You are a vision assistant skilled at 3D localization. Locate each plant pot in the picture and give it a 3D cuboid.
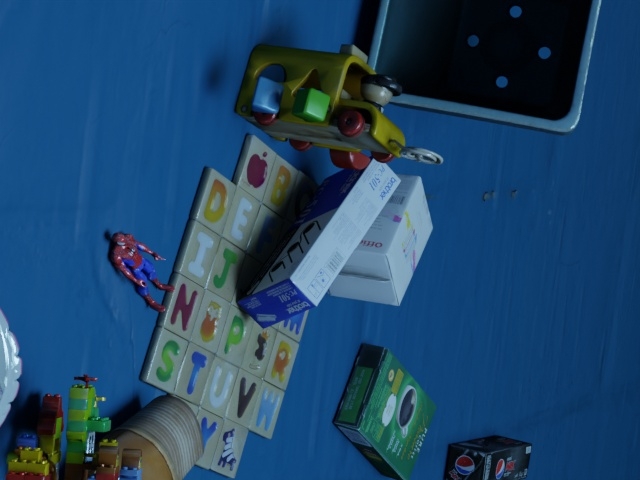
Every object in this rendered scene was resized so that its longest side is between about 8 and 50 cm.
[{"bbox_3d":[0.209,-0.250,2.177,0.252,0.247,0.248,25,76,-78],"label":"plant pot"}]

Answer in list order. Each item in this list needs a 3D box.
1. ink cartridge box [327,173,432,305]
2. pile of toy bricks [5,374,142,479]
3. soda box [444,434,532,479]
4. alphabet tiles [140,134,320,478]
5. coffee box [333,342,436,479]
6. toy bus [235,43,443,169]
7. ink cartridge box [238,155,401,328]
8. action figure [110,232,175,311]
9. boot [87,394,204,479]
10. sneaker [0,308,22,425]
[{"bbox_3d":[0.058,0.002,2.104,0.090,0.092,0.143,73,33,-45],"label":"ink cartridge box"},{"bbox_3d":[-0.209,0.168,1.597,0.212,0.118,0.105,81,13,-88],"label":"pile of toy bricks"},{"bbox_3d":[0.235,0.309,2.574,0.169,0.060,0.053,3,98,-62],"label":"soda box"},{"bbox_3d":[-0.085,0.074,1.967,0.285,0.011,0.342,36,67,-59],"label":"alphabet tiles"},{"bbox_3d":[0.081,0.216,2.284,0.184,0.040,0.113,49,57,-55],"label":"coffee box"},{"bbox_3d":[0.018,-0.148,1.904,0.202,0.191,0.104,18,80,-17],"label":"toy bus"},{"bbox_3d":[0.000,0.000,1.979,0.046,0.097,0.207,47,51,-15],"label":"ink cartridge box"},{"bbox_3d":[-0.173,0.026,1.775,0.038,0.030,0.115,-61,145,-21],"label":"action figure"},{"bbox_3d":[-0.169,0.317,1.785,0.220,0.109,0.283,-46,135,-48],"label":"boot"},{"bbox_3d":[-0.315,0.147,1.476,0.111,0.103,0.252,-10,107,-62],"label":"sneaker"}]
